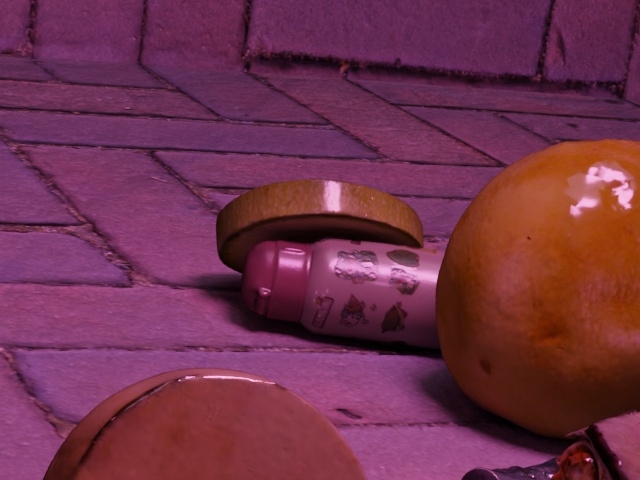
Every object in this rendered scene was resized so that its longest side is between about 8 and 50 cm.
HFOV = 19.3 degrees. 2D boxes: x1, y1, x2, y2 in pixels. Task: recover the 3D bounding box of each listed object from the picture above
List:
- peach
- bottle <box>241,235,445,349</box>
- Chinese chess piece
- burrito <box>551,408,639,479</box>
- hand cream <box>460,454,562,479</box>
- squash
[{"bbox_3d":[0.281,0.050,2.024,0.314,0.315,0.281,-1,1,-7],"label":"peach"},{"bbox_3d":[0.034,0.055,2.197,0.253,0.120,0.120,9,15,-5],"label":"bottle"},{"bbox_3d":[-0.081,0.215,1.327,0.251,0.250,0.097,2,-13,-23],"label":"Chinese chess piece"},{"bbox_3d":[0.315,0.224,1.763,0.175,0.107,0.348,28,26,31],"label":"burrito"},{"bbox_3d":[0.217,0.219,1.818,0.075,0.052,0.248,-8,4,43],"label":"hand cream"},{"bbox_3d":[0.000,0.000,2.275,0.252,0.049,0.252,0,-24,0],"label":"squash"}]
